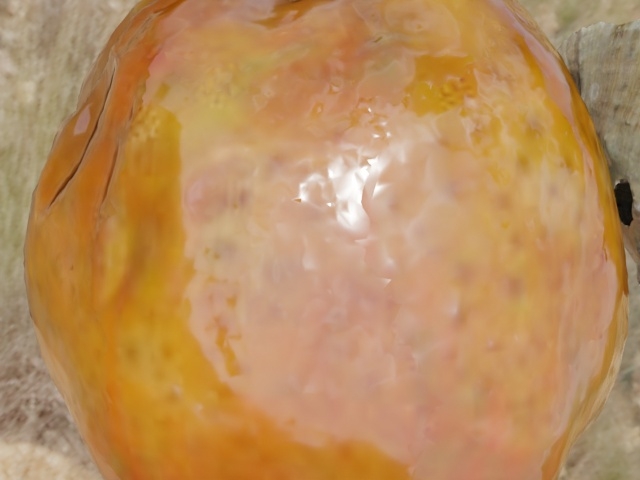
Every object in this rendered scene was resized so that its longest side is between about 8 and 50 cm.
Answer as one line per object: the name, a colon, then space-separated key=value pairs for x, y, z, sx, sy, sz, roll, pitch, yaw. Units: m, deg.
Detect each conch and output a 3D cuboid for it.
conch: x=0.320 y=-0.062 z=0.944 sx=0.324 sy=0.263 sz=0.186 roll=16 pitch=46 yaw=14

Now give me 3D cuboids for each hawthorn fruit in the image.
hawthorn fruit: x=0.000 y=0.000 z=0.857 sx=0.471 sy=0.471 sz=0.472 roll=27 pitch=44 yaw=-30
